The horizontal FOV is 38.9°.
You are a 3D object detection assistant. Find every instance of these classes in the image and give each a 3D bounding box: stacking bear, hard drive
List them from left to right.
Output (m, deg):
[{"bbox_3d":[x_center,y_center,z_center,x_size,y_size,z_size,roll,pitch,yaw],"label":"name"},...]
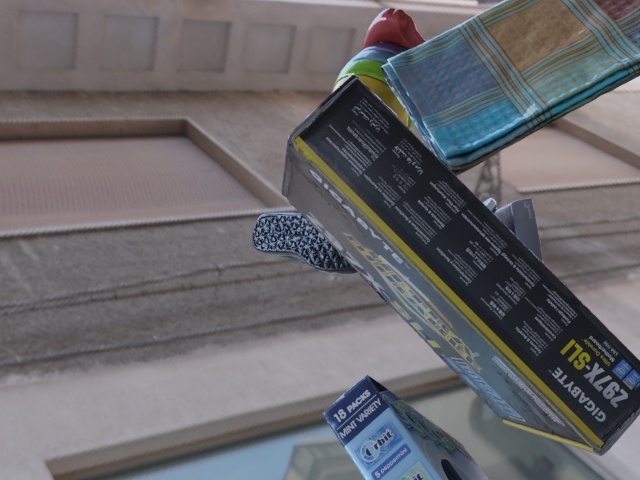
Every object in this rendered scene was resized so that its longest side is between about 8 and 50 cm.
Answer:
[{"bbox_3d":[0.084,-0.219,1.509,0.175,0.164,0.289,40,-126,-10],"label":"stacking bear"},{"bbox_3d":[0.397,0.051,1.922,0.054,0.172,0.254,6,-109,-27],"label":"hard drive"}]

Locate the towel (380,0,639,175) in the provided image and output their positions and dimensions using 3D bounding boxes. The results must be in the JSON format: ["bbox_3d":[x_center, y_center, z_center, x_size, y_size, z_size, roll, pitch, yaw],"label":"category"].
[{"bbox_3d":[0.291,-0.263,1.305,0.370,0.271,0.040,-28,-43,4],"label":"towel"}]

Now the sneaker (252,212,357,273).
[{"bbox_3d":[0.000,0.000,1.344,0.097,0.235,0.084,16,-90,-45],"label":"sneaker"}]

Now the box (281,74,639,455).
[{"bbox_3d":[0.103,0.029,0.773,0.079,0.322,0.257,-44,-2,-5],"label":"box"}]

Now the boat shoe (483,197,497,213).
[{"bbox_3d":[0.329,0.000,1.901,0.083,0.065,0.183,35,-69,-3],"label":"boat shoe"}]

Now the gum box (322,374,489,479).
[{"bbox_3d":[0.095,0.180,0.541,0.041,0.184,0.157,-43,-41,4],"label":"gum box"}]
